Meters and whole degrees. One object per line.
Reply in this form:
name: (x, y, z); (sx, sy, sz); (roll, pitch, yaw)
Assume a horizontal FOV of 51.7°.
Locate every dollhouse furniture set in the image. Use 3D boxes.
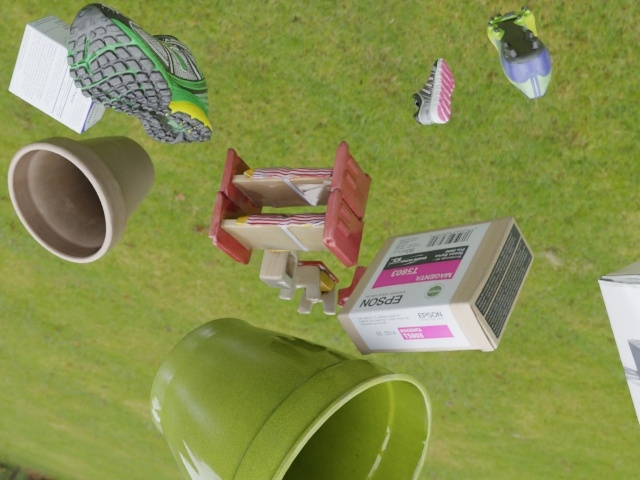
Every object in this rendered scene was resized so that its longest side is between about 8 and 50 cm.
dollhouse furniture set: (0.000, 0.000, 1.083); (0.201, 0.152, 0.374); (1, 158, 23)

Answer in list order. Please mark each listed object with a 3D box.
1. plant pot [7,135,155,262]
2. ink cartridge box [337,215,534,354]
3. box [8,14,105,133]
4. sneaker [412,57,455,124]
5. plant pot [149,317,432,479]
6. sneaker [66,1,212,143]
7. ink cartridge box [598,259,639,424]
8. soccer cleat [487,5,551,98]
plant pot: (-0.479, -0.120, 1.402); (0.263, 0.229, 0.263); (12, 122, 19)
ink cartridge box: (0.168, 0.068, 0.973); (0.235, 0.193, 0.088); (-11, 121, 42)
box: (-0.410, -0.268, 1.067); (0.137, 0.072, 0.126); (32, 123, -4)
sneaker: (0.225, -0.300, 1.342); (0.075, 0.170, 0.063); (-13, 143, 36)
plant pot: (-0.076, 0.295, 1.040); (0.353, 0.366, 0.366); (26, 156, 40)
sneaker: (-0.278, -0.271, 1.037); (0.134, 0.146, 0.343); (-6, 167, 11)
ink cartridge box: (0.367, 0.109, 0.603); (0.092, 0.159, 0.217); (1, 109, 69)
soccer cleat: (0.386, -0.367, 1.285); (0.094, 0.289, 0.121); (-16, 122, 18)
